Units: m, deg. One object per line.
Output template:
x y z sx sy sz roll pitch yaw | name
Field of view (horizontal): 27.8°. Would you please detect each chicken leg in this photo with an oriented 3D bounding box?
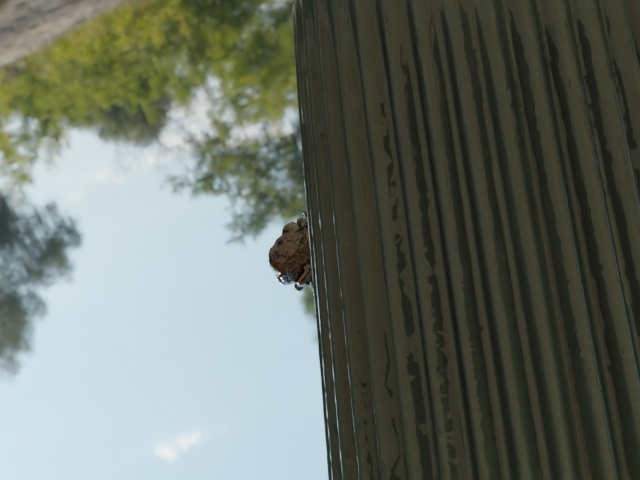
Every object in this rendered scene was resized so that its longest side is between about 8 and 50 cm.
-0.003 -0.005 1.994 0.196 0.080 0.125 -55 -139 23 | chicken leg

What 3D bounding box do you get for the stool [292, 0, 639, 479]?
0.125 -0.017 0.855 0.297 0.330 0.297 -10 178 0 | stool
